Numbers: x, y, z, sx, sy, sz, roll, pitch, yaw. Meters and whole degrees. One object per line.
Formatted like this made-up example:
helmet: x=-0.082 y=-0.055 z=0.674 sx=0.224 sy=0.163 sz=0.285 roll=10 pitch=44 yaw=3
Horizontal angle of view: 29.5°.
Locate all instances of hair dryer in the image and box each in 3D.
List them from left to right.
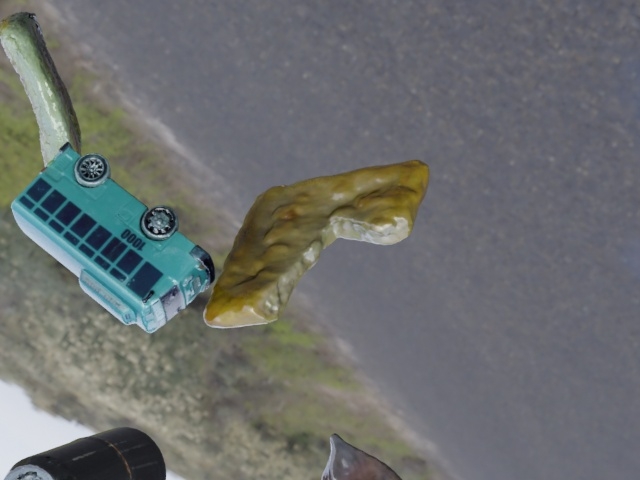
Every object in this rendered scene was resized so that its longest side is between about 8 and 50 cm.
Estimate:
hair dryer: x=-0.145 y=0.308 z=1.244 sx=0.352 sy=0.107 sz=0.189 roll=22 pitch=-170 yaw=21

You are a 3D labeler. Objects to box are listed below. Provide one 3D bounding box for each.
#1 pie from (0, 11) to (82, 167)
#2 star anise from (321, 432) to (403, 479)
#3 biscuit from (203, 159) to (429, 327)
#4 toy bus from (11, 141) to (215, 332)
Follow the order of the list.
pie: x=-0.366 y=-0.194 z=1.609 sx=0.240 sy=0.054 sz=0.241 roll=162 pitch=90 yaw=-85
star anise: x=0.077 y=0.341 z=1.221 sx=0.315 sy=0.108 sz=0.315 roll=51 pitch=-163 yaw=-21
biscuit: x=0.000 y=0.000 z=1.044 sx=0.183 sy=0.174 sz=0.039 roll=-12 pitch=125 yaw=26
toy bus: x=-0.172 y=0.003 z=1.017 sx=0.160 sy=0.092 sz=0.079 roll=37 pitch=162 yaw=11
